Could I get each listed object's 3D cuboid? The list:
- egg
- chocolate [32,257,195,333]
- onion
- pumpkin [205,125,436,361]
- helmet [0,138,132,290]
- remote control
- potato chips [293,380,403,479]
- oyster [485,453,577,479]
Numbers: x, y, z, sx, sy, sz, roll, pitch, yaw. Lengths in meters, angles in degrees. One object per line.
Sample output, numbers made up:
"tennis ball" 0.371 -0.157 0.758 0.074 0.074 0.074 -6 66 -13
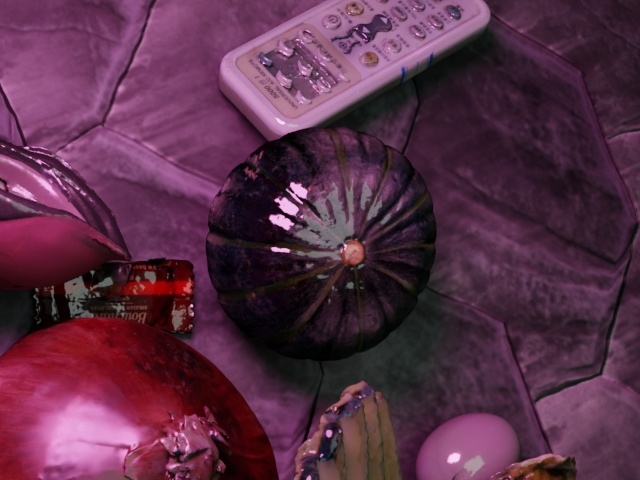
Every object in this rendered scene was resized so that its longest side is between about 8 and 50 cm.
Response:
"egg" 0.167 0.248 1.994 0.135 0.103 0.103 -29 98 -33
"chocolate" -0.211 0.057 1.831 0.182 0.028 0.086 4 84 -33
"onion" -0.175 0.226 1.683 0.348 0.285 0.347 14 66 -32
"pumpkin" 0.000 0.000 1.872 0.250 0.216 0.249 -1 101 -3
"helmet" -0.320 -0.030 1.698 0.154 0.198 0.253 -42 116 3
"remote control" 0.040 -0.215 1.995 0.335 0.065 0.128 -32 71 -31
"potato chips" 0.010 0.366 1.813 0.358 0.070 0.429 -29 122 -56
"oyster" 0.172 0.384 1.910 0.351 0.115 0.238 -47 143 -47
